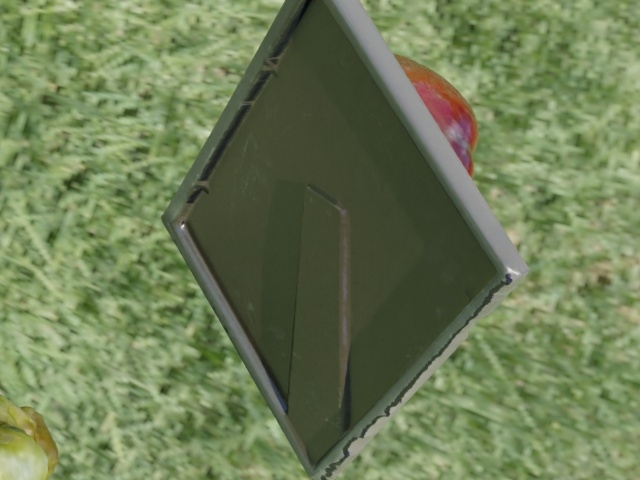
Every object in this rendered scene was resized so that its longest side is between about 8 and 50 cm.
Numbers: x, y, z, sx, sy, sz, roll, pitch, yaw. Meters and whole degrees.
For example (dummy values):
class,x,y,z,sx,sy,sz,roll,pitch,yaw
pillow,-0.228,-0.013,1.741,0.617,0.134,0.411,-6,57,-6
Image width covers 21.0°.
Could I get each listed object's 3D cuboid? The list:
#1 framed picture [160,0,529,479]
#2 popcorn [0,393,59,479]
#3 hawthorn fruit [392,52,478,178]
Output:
class,x,y,z,sx,sy,sz,roll,pitch,yaw
framed picture,0.000,0.000,1.013,0.016,0.289,0.213,-21,71,-32
popcorn,-0.338,0.182,1.450,0.225,0.286,0.173,0,100,-71
hawthorn fruit,0.061,-0.084,1.540,0.173,0.173,0.173,-9,106,-34
